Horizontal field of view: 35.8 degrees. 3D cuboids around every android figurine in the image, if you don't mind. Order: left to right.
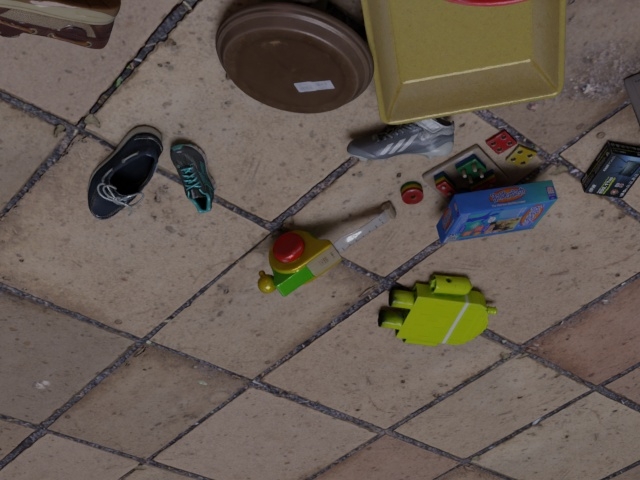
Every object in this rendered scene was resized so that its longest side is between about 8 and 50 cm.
[{"bbox_3d":[0.281,0.173,2.345,0.273,0.056,0.248,6,138,-12],"label":"android figurine"}]

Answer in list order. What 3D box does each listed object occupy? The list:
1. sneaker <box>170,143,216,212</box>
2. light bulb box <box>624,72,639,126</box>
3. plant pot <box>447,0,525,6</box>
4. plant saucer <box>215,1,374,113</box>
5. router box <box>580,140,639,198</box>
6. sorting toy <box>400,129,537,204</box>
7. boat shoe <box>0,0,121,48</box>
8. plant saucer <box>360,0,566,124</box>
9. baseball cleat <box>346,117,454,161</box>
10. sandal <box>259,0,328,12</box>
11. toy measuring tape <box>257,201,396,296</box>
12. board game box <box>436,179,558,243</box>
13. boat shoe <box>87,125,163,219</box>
[{"bbox_3d":[-0.244,-0.118,1.928,0.065,0.076,0.166,-16,138,11],"label":"sneaker"},{"bbox_3d":[0.781,-0.173,1.763,0.358,0.361,0.225,-22,137,19],"label":"light bulb box"},{"bbox_3d":[0.241,-0.498,1.373,0.275,0.243,0.275,-2,161,-1],"label":"plant pot"},{"bbox_3d":[-0.047,-0.301,1.697,0.278,0.041,0.278,9,153,5],"label":"plant saucer"},{"bbox_3d":[0.602,-0.143,2.025,0.092,0.038,0.122,8,138,-14],"label":"router box"},{"bbox_3d":[0.306,-0.119,2.014,0.275,0.046,0.132,-29,134,25],"label":"sorting toy"},{"bbox_3d":[-0.498,-0.372,1.575,0.342,0.123,0.123,5,137,-22],"label":"boat shoe"},{"bbox_3d":[0.244,-0.365,1.693,0.333,0.081,0.332,-10,139,4],"label":"plant saucer"},{"bbox_3d":[0.152,-0.206,1.892,0.206,0.072,0.109,-3,124,-6],"label":"baseball cleat"},{"bbox_3d":[-0.030,-0.440,1.568,0.120,0.086,0.302,3,139,-10],"label":"sandal"},{"bbox_3d":[0.000,0.000,2.103,0.330,0.121,0.121,-35,136,0],"label":"toy measuring tape"},{"bbox_3d":[0.358,-0.058,2.030,0.210,0.047,0.160,-8,159,-12],"label":"board game box"},{"bbox_3d":[-0.380,-0.113,1.916,0.095,0.079,0.254,25,131,-31],"label":"boat shoe"}]
